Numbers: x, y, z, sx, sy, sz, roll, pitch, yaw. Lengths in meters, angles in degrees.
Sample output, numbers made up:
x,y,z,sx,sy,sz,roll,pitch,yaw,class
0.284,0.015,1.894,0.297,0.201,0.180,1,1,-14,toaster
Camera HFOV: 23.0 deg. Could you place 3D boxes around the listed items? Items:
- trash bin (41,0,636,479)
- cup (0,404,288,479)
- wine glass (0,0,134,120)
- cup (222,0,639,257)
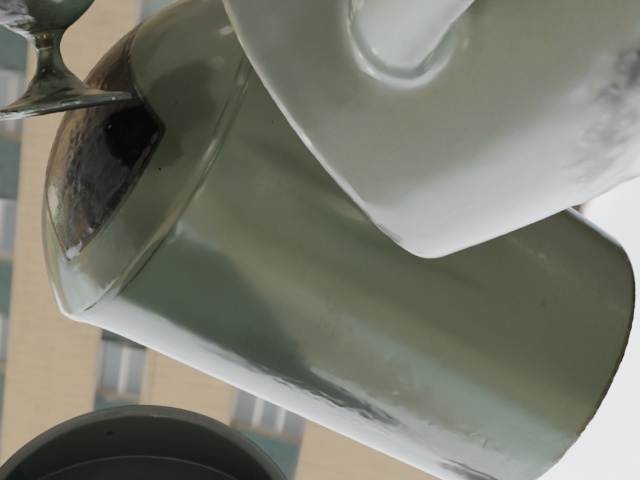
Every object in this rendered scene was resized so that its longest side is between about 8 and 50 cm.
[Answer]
x,y,z,sx,sy,sz,roll,pitch,yaw,class
0.000,0.000,1.208,0.432,0.280,0.280,29,-153,-20,trash bin
-0.111,0.272,1.027,0.205,0.312,0.205,1,-128,-1,cup
-0.189,-0.198,1.025,0.103,0.231,0.103,-8,-176,1,wine glass
0.084,-0.110,0.513,0.186,0.234,0.258,56,-168,6,cup
